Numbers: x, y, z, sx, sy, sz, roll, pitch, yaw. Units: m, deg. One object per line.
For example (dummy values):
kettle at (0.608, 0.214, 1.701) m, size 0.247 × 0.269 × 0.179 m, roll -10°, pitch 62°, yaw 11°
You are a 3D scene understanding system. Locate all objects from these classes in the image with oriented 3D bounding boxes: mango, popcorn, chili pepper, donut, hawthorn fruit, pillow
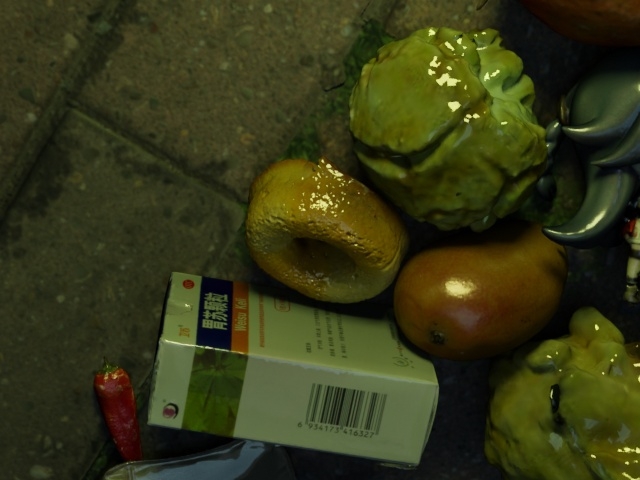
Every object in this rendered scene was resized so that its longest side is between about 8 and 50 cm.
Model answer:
mango at (0.185, 0.052, 1.517) m, size 0.221 × 0.151 × 0.120 m, roll -19°, pitch 136°, yaw -22°
popcorn at (0.310, 0.220, 1.562) m, size 0.286 × 0.215 × 0.252 m, roll 42°, pitch 104°, yaw 3°
chili pepper at (-0.234, 0.220, 1.637) m, size 0.045 × 0.027 × 0.178 m, roll -11°, pitch 112°, yaw 1°
donut at (0.001, 0.000, 1.508) m, size 0.190 × 0.075 × 0.174 m, roll 39°, pitch 138°, yaw -20°
hawthorn fruit at (0.277, -0.290, 1.407) m, size 0.262 × 0.210 × 0.211 m, roll -10°, pitch 109°, yaw 17°
pillow at (-0.144, 0.301, 1.658) m, size 0.232 × 0.038 × 0.131 m, roll -14°, pitch 114°, yaw -1°
popcorn at (0.132, -0.116, 1.464) m, size 0.204 × 0.184 × 0.221 m, roll -19°, pitch 114°, yaw 36°

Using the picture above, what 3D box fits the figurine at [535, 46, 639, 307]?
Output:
figurine at (0.333, -0.081, 1.489) m, size 0.197 × 0.175 × 0.265 m, roll 31°, pitch 97°, yaw -7°

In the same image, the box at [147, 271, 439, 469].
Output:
box at (-0.032, 0.137, 1.526) m, size 0.299 × 0.200 × 0.106 m, roll 10°, pitch 109°, yaw -7°
